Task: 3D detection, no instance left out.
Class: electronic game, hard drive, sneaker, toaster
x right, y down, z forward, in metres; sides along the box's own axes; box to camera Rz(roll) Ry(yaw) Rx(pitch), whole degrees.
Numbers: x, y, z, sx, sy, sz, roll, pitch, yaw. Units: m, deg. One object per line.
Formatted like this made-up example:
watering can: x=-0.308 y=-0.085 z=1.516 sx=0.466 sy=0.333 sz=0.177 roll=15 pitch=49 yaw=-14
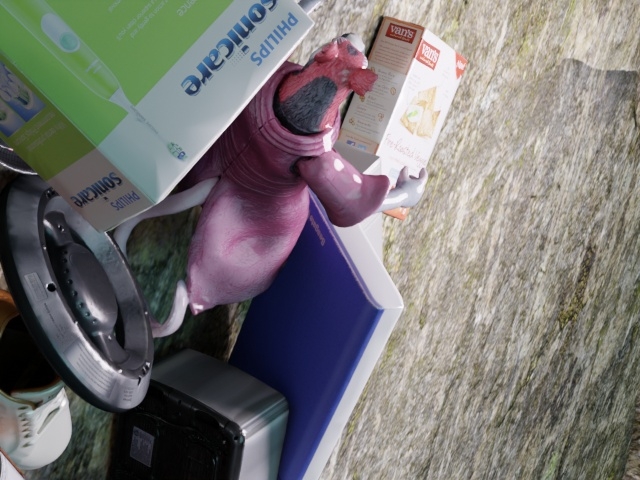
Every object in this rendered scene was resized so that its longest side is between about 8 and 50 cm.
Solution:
electronic game: x=-0.216 y=0.046 z=1.199 sx=0.048 sy=0.229 sz=0.229 roll=-25 pitch=153 yaw=11
hard drive: x=-0.019 y=0.114 z=1.489 sx=0.040 sy=0.210 sz=0.318 roll=-1 pitch=133 yaw=-29
sneaker: x=-0.273 y=0.140 z=1.227 sx=0.106 sy=0.123 sz=0.290 roll=-56 pitch=151 yaw=-26
toaster: x=-0.137 y=0.218 z=1.478 sx=0.110 sy=0.168 sz=0.185 roll=-29 pitch=135 yaw=-54

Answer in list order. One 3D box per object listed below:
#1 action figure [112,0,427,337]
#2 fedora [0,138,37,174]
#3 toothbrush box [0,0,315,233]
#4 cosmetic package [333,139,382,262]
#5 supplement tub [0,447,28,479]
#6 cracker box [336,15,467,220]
action figure: x=-0.060 y=-0.098 z=1.276 sx=0.276 sy=0.248 sz=0.370 roll=-24 pitch=169 yaw=-25
fedora: x=-0.179 y=-0.168 z=1.166 sx=0.275 sy=0.124 sz=0.243 roll=-47 pitch=146 yaw=-34
toothbrush box: x=-0.180 y=-0.181 z=0.996 sx=0.283 sy=0.122 sz=0.206 roll=44 pitch=62 yaw=-13
cosmetic package: x=0.000 y=0.000 z=1.605 sx=0.107 sy=0.127 sz=0.238 roll=-45 pitch=147 yaw=-37
supplement tub: x=-0.323 y=0.236 z=1.210 sx=0.117 sy=0.117 sz=0.190 roll=-54 pitch=149 yaw=-24
cracker box: x=0.096 y=-0.153 z=1.726 sx=0.156 sy=0.067 sz=0.232 roll=17 pitch=94 yaw=-63
